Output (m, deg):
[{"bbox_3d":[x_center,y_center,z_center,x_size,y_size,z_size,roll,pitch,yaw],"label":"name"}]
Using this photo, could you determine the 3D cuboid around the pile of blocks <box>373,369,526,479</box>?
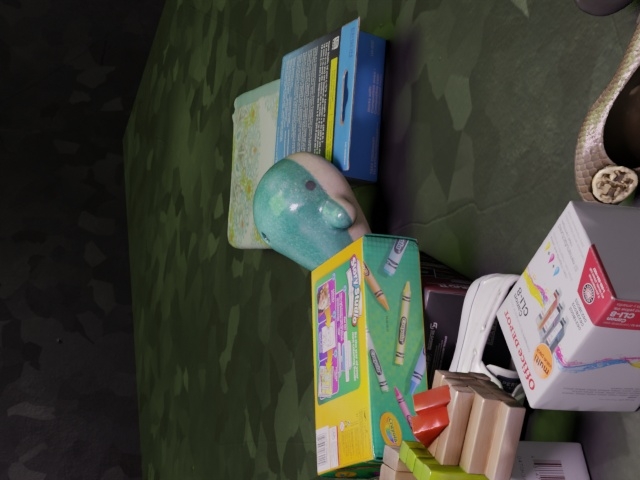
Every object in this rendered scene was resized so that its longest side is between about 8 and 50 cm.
[{"bbox_3d":[0.101,0.294,1.273,0.149,0.112,0.362,-107,31,-51],"label":"pile of blocks"}]

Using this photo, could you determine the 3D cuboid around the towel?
[{"bbox_3d":[-0.088,-0.140,2.235,0.374,0.090,0.320,179,93,-69],"label":"towel"}]

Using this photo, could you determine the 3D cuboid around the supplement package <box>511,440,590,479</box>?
[{"bbox_3d":[0.213,0.305,1.284,0.179,0.105,0.105,121,147,-50],"label":"supplement package"}]

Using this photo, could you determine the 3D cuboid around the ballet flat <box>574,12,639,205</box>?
[{"bbox_3d":[0.323,-0.141,1.150,0.058,0.084,0.250,-121,47,-60],"label":"ballet flat"}]

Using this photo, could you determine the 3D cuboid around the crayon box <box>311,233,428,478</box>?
[{"bbox_3d":[0.059,0.148,1.451,0.165,0.081,0.278,144,128,-60],"label":"crayon box"}]

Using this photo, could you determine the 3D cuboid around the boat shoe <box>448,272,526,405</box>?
[{"bbox_3d":[0.201,0.163,1.361,0.084,0.095,0.258,163,113,-67],"label":"boat shoe"}]

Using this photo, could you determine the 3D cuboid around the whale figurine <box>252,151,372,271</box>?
[{"bbox_3d":[0.000,0.000,1.762,0.272,0.141,0.216,56,161,5],"label":"whale figurine"}]

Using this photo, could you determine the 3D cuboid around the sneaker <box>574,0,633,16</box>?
[{"bbox_3d":[0.320,-0.313,1.105,0.286,0.109,0.130,119,172,-50],"label":"sneaker"}]

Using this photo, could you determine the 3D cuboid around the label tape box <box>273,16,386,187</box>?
[{"bbox_3d":[0.032,-0.209,1.895,0.333,0.106,0.240,176,99,-67],"label":"label tape box"}]

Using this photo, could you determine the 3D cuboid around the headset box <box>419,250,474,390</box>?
[{"bbox_3d":[0.125,0.143,1.553,0.293,0.110,0.218,-144,62,-66],"label":"headset box"}]

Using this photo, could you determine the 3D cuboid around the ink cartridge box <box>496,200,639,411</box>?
[{"bbox_3d":[0.277,0.070,1.140,0.176,0.127,0.128,114,152,-43],"label":"ink cartridge box"}]
